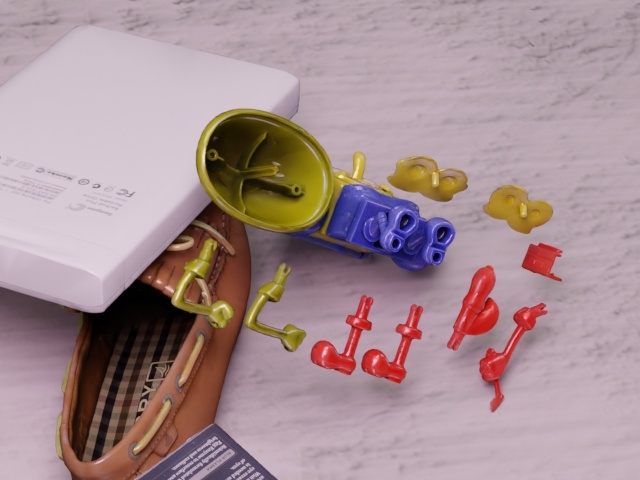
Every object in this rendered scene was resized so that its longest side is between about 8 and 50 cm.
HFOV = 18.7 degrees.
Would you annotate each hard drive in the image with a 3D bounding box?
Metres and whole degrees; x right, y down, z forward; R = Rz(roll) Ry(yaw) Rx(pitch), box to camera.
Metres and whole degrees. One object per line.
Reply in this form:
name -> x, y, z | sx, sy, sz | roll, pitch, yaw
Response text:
hard drive -> -0.197, -0.072, 1.653 | 0.233, 0.047, 0.353 | 15, 36, 20

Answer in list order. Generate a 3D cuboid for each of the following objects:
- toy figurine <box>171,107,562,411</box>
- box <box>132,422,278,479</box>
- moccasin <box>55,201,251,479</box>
toy figurine -> 0.000, 0.000, 1.677 | 0.362, 0.191, 0.217 | 16, 3, -29
box -> -0.062, 0.251, 1.469 | 0.093, 0.156, 0.158 | -35, 61, -29
moccasin -> -0.149, 0.058, 1.623 | 0.139, 0.147, 0.380 | -2, 50, 21
